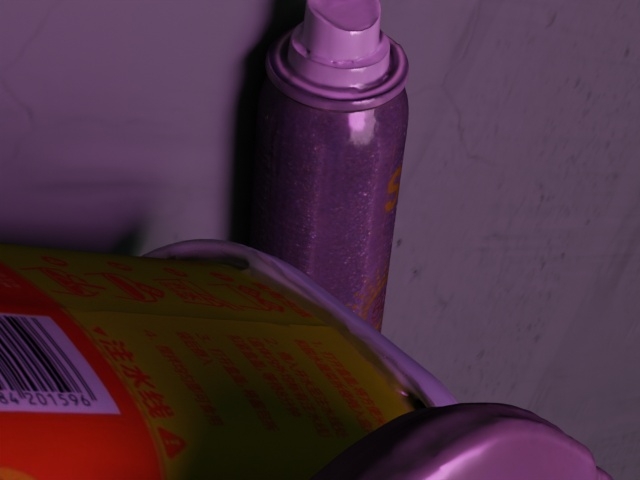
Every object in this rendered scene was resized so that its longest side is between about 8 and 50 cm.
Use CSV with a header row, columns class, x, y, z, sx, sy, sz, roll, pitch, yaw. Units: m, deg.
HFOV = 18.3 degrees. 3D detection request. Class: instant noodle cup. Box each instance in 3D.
class,x,y,z,sx,sy,sz,roll,pitch,yaw
instant noodle cup,-0.131,0.122,0.769,0.308,0.294,0.294,15,107,-50

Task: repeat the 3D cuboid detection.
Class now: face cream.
class,x,y,z,sx,sy,sz,roll,pitch,yaw
face cream,0.000,0.000,0.995,0.073,0.073,0.283,-31,142,-35

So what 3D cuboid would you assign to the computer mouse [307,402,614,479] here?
class,x,y,z,sx,sy,sz,roll,pitch,yaw
computer mouse,-0.012,0.200,0.684,0.331,0.095,0.197,-48,140,-2
